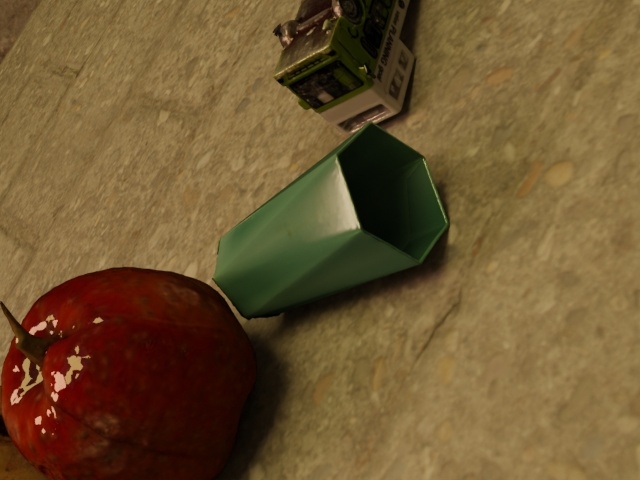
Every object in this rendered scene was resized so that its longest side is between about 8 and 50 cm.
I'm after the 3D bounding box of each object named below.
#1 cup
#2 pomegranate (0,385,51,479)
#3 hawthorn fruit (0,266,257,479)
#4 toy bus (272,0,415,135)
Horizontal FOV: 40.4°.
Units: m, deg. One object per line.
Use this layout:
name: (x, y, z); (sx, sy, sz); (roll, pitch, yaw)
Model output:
cup: (0.000, 0.000, 0.898); (0.236, 0.134, 0.148); (-34, 67, 42)
pomegranate: (-0.388, 0.318, 0.958); (0.322, 0.322, 0.322); (-30, 43, 33)
hawthorn fruit: (-0.195, 0.150, 0.902); (0.258, 0.262, 0.258); (12, 109, 37)
toy bus: (0.048, -0.278, 1.047); (0.113, 0.139, 0.301); (-19, 42, 40)
